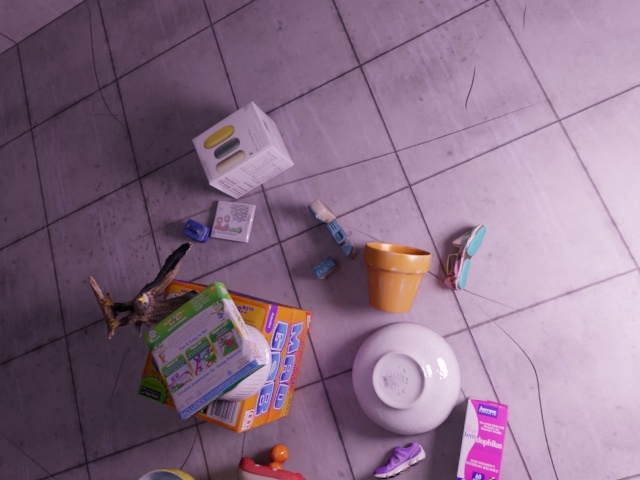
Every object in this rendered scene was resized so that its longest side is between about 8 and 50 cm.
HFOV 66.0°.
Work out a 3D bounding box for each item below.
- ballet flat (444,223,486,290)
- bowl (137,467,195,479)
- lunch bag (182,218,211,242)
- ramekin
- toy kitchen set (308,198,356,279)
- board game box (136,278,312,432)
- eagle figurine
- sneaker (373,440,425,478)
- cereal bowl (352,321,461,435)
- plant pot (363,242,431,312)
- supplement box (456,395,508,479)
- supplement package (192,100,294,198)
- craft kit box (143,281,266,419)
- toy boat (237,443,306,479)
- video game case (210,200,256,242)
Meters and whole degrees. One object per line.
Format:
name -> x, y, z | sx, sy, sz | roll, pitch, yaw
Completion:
ballet flat -> 0.438, 0.045, 1.529 | 0.079, 0.076, 0.222 | 19, 86, 41
bowl -> -0.480, 0.893, 1.631 | 0.289, 0.156, 0.290 | -4, 78, 19
lunch bag -> -0.465, -0.034, 1.857 | 0.098, 0.065, 0.067 | 24, 88, 22
ramekin -> -0.245, 0.321, 1.304 | 0.206, 0.109, 0.208 | -4, 77, 19
toy kitchen set -> 0.000, 0.000, 1.657 | 0.166, 0.122, 0.207 | -38, 70, 9
board game box -> -0.282, 0.347, 1.561 | 0.356, 0.356, 0.357 | 11, 83, 21
eagle figurine -> -0.467, 0.166, 1.398 | 0.298, 0.225, 0.227 | -22, 115, -16
sneaker -> 0.233, 0.664, 1.487 | 0.169, 0.068, 0.071 | -30, 56, 2
cereal bowl -> 0.249, 0.414, 1.481 | 0.338, 0.141, 0.340 | -3, 79, 18
plant pot -> 0.227, 0.117, 1.528 | 0.204, 0.205, 0.188 | 11, 98, 21
supplement box -> 0.458, 0.567, 1.392 | 0.111, 0.114, 0.220 | 8, 80, 21
supplement package -> -0.276, -0.318, 1.776 | 0.262, 0.198, 0.200 | -29, 72, 12
craft kit box -> -0.297, 0.275, 1.245 | 0.249, 0.061, 0.247 | -36, 72, 9
toy boat -> -0.148, 0.729, 1.574 | 0.230, 0.151, 0.151 | 2, 50, 19
video game case -> -0.327, -0.072, 1.841 | 0.157, 0.019, 0.143 | 8, 82, 21
